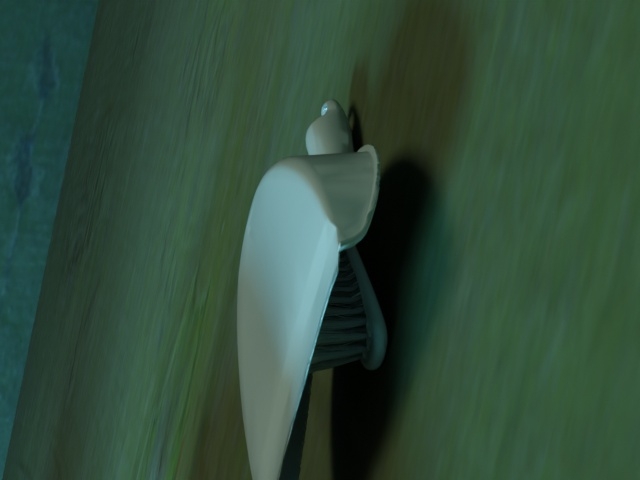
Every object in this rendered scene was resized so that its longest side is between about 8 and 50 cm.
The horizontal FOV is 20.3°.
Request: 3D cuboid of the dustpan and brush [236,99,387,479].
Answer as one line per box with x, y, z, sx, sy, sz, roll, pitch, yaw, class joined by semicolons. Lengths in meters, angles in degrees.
0.000;0.000;0.746;0.211;0.060;0.147;-107;25;-51;dustpan and brush
